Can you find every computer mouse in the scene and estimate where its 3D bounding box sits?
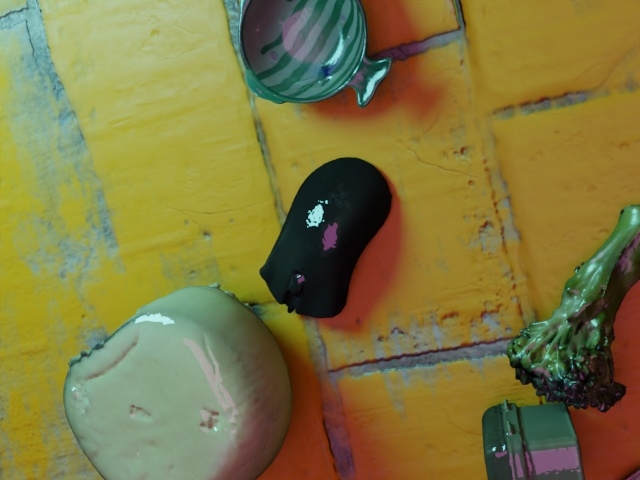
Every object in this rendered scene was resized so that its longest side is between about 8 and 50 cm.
[{"bbox_3d":[0.000,0.000,1.504,0.147,0.088,0.264,26,106,14],"label":"computer mouse"}]

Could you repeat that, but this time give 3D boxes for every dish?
[{"bbox_3d":[-0.005,-0.291,1.468,0.246,0.078,0.224,36,105,10],"label":"dish"}]

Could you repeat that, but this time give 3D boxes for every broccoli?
[{"bbox_3d":[0.388,0.090,1.389,0.165,0.145,0.304,28,95,50],"label":"broccoli"}]

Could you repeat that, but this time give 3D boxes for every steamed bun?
[{"bbox_3d":[-0.194,0.236,1.510,0.334,0.233,0.312,-27,91,26],"label":"steamed bun"}]

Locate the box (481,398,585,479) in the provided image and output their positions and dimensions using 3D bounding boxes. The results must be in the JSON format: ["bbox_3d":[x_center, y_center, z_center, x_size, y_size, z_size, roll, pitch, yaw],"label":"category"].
[{"bbox_3d":[0.296,0.308,1.391,0.129,0.210,0.148,-9,95,10],"label":"box"}]

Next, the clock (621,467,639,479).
[{"bbox_3d":[0.520,0.427,1.419,0.244,0.056,0.244,2,98,16],"label":"clock"}]
